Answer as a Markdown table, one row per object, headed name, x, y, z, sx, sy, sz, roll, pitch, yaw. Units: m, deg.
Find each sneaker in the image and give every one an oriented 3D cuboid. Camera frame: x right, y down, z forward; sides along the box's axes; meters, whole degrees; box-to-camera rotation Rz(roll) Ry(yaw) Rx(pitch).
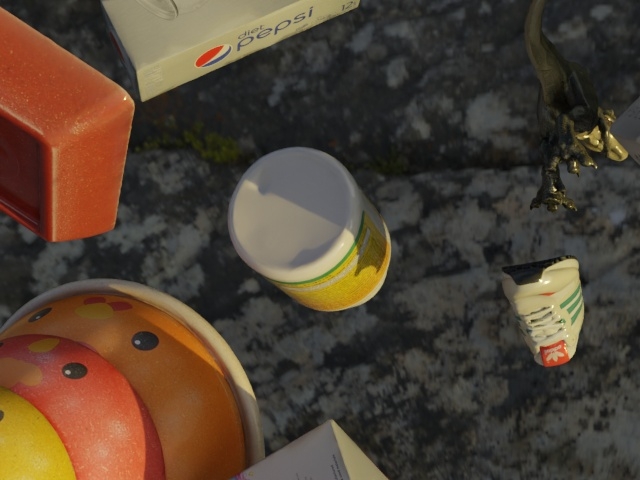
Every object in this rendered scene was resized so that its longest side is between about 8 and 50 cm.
| name | x | y | z | sx | sy | sz | roll | pitch | yaw |
| --- | --- | --- | --- | --- | --- | --- | --- | --- | --- |
| sneaker | 0.181 | 0.058 | 0.864 | 0.057 | 0.161 | 0.075 | -11 | 78 | 16 |

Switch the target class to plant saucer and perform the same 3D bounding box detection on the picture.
| name | x | y | z | sx | sy | sz | roll | pitch | yaw |
| --- | --- | --- | --- | --- | --- | --- | --- | --- | --- |
| plant saucer | -0.253 | -0.099 | 0.744 | 0.258 | 0.259 | 0.048 | 34 | 69 | -2 |

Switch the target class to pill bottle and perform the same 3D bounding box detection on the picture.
| name | x | y | z | sx | sy | sz | roll | pitch | yaw |
| --- | --- | --- | --- | --- | --- | --- | --- | --- | --- |
| pill bottle | 0.000 | 0.000 | 1.011 | 0.117 | 0.208 | 0.118 | -4 | 75 | 14 |

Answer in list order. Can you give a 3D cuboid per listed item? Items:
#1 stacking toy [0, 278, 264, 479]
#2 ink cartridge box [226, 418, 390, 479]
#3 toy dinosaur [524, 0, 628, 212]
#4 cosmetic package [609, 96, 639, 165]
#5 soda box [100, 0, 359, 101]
| name | x | y | z | sx | sy | sz | roll | pitch | yaw |
| --- | --- | --- | --- | --- | --- | --- | --- | --- | --- |
| stacking toy | -0.283 | 0.224 | 0.976 | 0.350 | 0.480 | 0.351 | 1 | 93 | 18 |
| ink cartridge box | -0.019 | 0.276 | 0.986 | 0.176 | 0.128 | 0.127 | -32 | 41 | 9 |
| toy dinosaur | 0.185 | -0.093 | 0.835 | 0.064 | 0.268 | 0.118 | 0 | 71 | 23 |
| cosmetic package | 0.277 | -0.068 | 0.581 | 0.151 | 0.151 | 0.184 | 45 | 101 | 0 |
| soda box | -0.097 | -0.268 | 1.247 | 0.286 | 0.091 | 0.098 | -25 | 80 | -11 |
